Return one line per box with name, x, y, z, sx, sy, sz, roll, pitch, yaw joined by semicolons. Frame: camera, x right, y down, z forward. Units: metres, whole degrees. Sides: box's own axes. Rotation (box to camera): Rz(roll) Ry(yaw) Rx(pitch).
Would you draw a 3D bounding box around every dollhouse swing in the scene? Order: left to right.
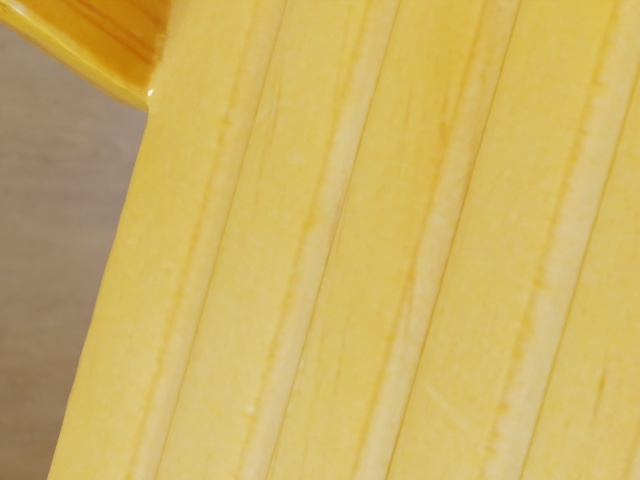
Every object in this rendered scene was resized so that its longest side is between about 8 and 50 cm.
dollhouse swing;0.000;0.000;0.367;0.315;0.346;0.305;34;79;-51
